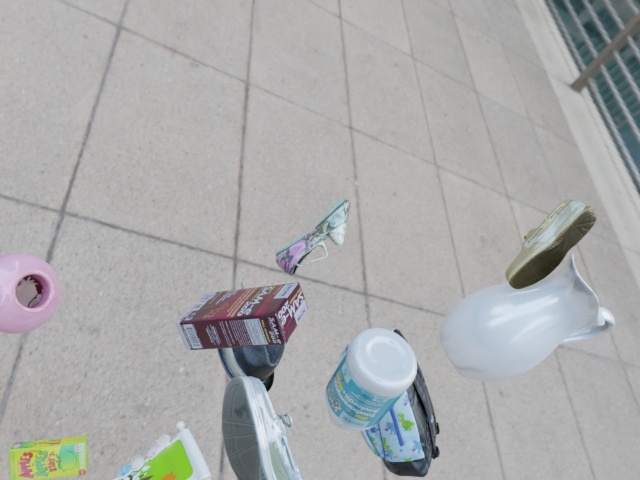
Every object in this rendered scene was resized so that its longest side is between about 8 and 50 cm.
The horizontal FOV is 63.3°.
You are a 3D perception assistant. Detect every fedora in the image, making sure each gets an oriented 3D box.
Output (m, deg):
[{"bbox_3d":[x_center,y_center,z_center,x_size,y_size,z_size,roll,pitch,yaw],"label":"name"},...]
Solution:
[{"bbox_3d":[-0.233,0.392,1.924,0.334,0.152,0.334,43,26,-27],"label":"fedora"}]

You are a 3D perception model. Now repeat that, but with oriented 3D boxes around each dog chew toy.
[{"bbox_3d":[-0.845,0.145,1.374,0.206,0.331,0.207,18,68,-54],"label":"dog chew toy"}]

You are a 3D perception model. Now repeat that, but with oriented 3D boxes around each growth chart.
[{"bbox_3d":[-0.273,0.392,0.779,0.237,0.172,0.021,-39,128,-23],"label":"growth chart"}]

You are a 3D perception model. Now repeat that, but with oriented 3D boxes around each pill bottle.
[{"bbox_3d":[0.097,0.319,1.137,0.146,0.264,0.146,11,45,-11],"label":"pill bottle"}]

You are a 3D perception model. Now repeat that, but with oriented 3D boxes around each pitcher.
[{"bbox_3d":[0.290,0.124,0.723,0.177,0.207,0.126,39,32,-35],"label":"pitcher"}]

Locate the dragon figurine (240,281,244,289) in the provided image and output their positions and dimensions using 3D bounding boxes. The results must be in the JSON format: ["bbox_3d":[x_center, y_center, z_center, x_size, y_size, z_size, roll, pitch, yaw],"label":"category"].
[{"bbox_3d":[-0.230,0.175,1.422,0.143,0.289,0.085,-20,63,-21],"label":"dragon figurine"}]

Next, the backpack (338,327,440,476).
[{"bbox_3d":[0.196,0.429,1.476,0.290,0.273,0.356,-51,136,-67],"label":"backpack"}]

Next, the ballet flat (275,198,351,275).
[{"bbox_3d":[0.000,0.000,1.182,0.221,0.077,0.079,-39,78,-7],"label":"ballet flat"}]

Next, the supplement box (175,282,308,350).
[{"bbox_3d":[-0.160,0.157,1.070,0.130,0.239,0.073,-52,130,-59],"label":"supplement box"}]

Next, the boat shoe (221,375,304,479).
[{"bbox_3d":[-0.082,0.385,0.899,0.103,0.118,0.321,-13,80,-44],"label":"boat shoe"}]

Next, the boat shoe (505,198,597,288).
[{"bbox_3d":[0.285,0.004,0.658,0.050,0.135,0.045,39,10,-35],"label":"boat shoe"}]

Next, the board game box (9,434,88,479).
[{"bbox_3d":[-0.716,0.578,1.374,0.181,0.043,0.092,0,98,-17],"label":"board game box"}]
